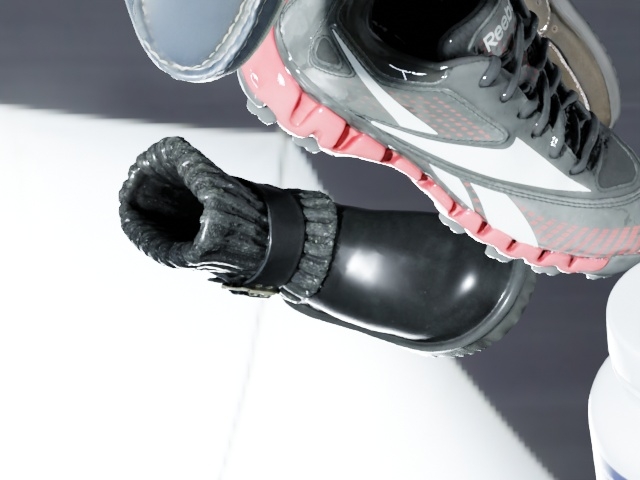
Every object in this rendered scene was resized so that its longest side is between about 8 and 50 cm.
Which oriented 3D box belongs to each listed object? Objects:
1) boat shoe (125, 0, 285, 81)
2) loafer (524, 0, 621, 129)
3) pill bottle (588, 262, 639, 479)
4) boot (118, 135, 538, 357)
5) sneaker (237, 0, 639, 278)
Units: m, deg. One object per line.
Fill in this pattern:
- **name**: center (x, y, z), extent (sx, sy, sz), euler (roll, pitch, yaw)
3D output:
- **boat shoe**: center (-0.042, -0.172, 0.710), extent (0.079, 0.095, 0.254), euler (-77, 2, -58)
- **loafer**: center (0.185, -0.182, 1.510), extent (0.220, 0.078, 0.080), euler (58, 176, -10)
- **pill bottle**: center (0.184, 0.100, 0.816), extent (0.112, 0.112, 0.186), euler (-101, -2, -53)
- **boot**: center (-0.002, 0.004, 1.587), extent (0.348, 0.260, 0.131), euler (0, 69, 47)
- **sneaker**: center (0.095, -0.073, 0.964), extent (0.135, 0.276, 0.097), euler (-48, 18, 47)
